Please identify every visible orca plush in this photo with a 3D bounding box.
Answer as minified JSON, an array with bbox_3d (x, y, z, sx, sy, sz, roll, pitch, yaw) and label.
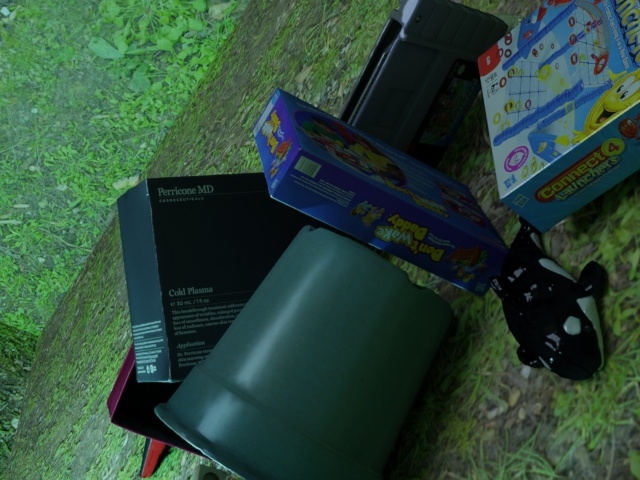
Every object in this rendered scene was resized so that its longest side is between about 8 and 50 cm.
[{"bbox_3d":[0.257,0.048,1.186,0.151,0.102,0.287,-46,29,39],"label":"orca plush"}]

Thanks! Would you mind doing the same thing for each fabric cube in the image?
[{"bbox_3d":[-0.234,0.252,1.816,0.258,0.259,0.254,162,130,-75],"label":"fabric cube"}]

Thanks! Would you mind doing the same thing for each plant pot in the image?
[{"bbox_3d":[0.000,0.181,1.366,0.334,0.341,0.341,-59,21,-8],"label":"plant pot"}]

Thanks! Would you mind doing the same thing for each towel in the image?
[{"bbox_3d":[0.288,-0.328,1.619,0.110,0.027,0.148,-63,22,2],"label":"towel"}]

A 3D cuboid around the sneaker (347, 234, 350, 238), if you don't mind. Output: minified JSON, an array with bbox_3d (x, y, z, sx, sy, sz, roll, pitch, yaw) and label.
[{"bbox_3d":[0.000,0.000,1.827,0.299,0.121,0.112,-51,-4,32],"label":"sneaker"}]

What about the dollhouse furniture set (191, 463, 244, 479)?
[{"bbox_3d":[-0.119,0.415,1.571,0.123,0.151,0.144,-38,36,47],"label":"dollhouse furniture set"}]

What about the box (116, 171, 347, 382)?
[{"bbox_3d":[-0.132,0.056,1.596,0.179,0.343,0.313,-16,80,62],"label":"box"}]

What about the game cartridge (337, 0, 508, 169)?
[{"bbox_3d":[0.140,-0.209,1.534,0.068,0.230,0.355,49,122,40],"label":"game cartridge"}]

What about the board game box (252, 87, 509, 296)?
[{"bbox_3d":[0.082,-0.071,1.379,0.078,0.347,0.233,-57,23,20],"label":"board game box"}]

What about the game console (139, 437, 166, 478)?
[{"bbox_3d":[-0.354,0.305,2.239,0.387,0.060,0.342,-87,17,-44],"label":"game console"}]

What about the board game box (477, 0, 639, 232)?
[{"bbox_3d":[0.350,-0.212,1.220,0.302,0.086,0.308,-38,33,32],"label":"board game box"}]
